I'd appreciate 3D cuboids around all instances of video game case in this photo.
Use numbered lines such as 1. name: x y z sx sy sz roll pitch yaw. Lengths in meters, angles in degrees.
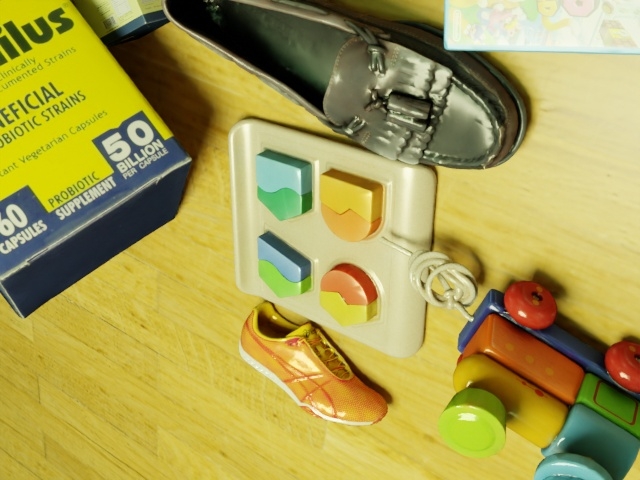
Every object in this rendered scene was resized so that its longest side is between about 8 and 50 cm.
1. video game case: 0.160 -0.179 0.490 0.166 0.015 0.119 8 115 25

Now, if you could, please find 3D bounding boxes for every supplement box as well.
1. supplement box: -0.182 -0.232 0.714 0.083 0.056 0.083 -11 106 40
2. supplement box: -0.312 -0.134 0.730 0.356 0.194 0.195 52 159 3

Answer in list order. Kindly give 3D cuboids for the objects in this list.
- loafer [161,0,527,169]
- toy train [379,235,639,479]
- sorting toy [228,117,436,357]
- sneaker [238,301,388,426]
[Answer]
1. loafer: 0.007 -0.130 0.596 0.302 0.095 0.109 33 127 20
2. toy train: 0.122 0.100 0.579 0.248 0.143 0.105 32 129 9
3. sorting toy: 0.000 0.000 0.710 0.208 0.038 0.193 18 122 29
4. sneaker: -0.009 0.123 0.768 0.175 0.064 0.067 30 118 19
